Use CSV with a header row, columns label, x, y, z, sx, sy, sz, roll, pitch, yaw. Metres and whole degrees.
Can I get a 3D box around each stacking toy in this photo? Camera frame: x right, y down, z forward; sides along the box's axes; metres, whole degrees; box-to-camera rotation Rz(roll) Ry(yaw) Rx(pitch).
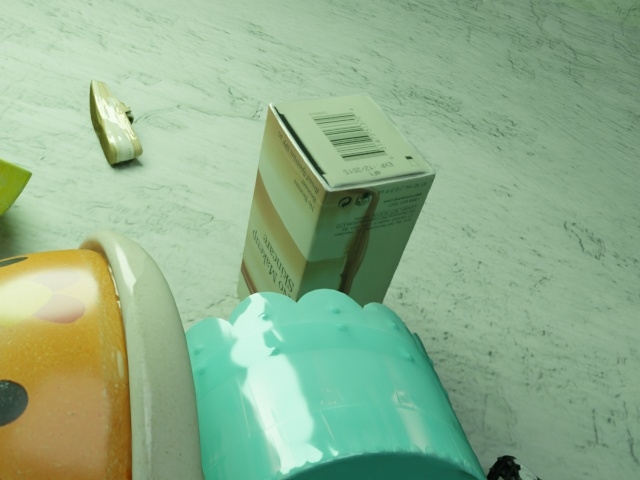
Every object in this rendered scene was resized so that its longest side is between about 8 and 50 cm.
label,x,y,z,sx,sy,sz,roll,pitch,yaw
stacking toy,-0.331,0.152,0.342,0.480,0.350,0.350,5,42,-30

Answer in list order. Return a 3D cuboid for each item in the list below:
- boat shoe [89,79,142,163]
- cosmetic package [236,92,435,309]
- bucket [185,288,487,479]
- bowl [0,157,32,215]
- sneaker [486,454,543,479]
label,x,y,z,sx,sy,sz,roll,pitch,yaw
boat shoe,-0.323,-0.187,0.998,0.059,0.063,0.170,-9,58,-29
cosmetic package,0.000,0.000,0.725,0.129,0.296,0.153,-12,48,-26
bucket,-0.003,0.197,0.515,0.281,0.281,0.183,2,26,-15
bowl,-0.502,-0.065,0.716,0.289,0.289,0.156,21,86,4
sneaker,0.225,0.296,0.600,0.106,0.078,0.234,30,12,0
